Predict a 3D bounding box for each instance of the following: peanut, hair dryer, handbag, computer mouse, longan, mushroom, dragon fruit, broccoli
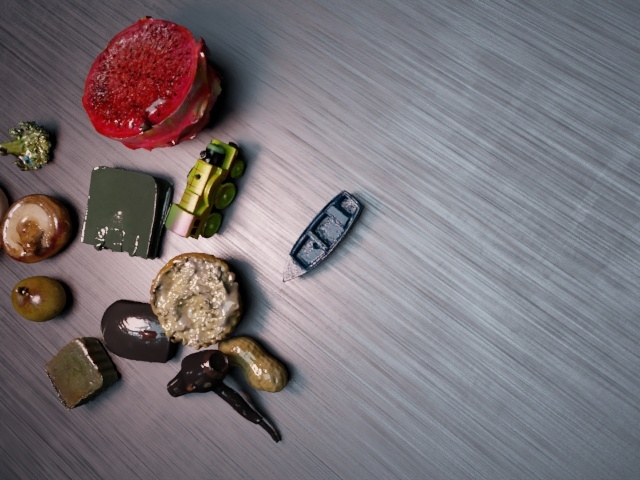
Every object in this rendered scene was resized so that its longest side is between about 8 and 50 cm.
[{"bbox_3d":[-0.188,0.336,1.550,0.229,0.098,0.103,36,80,18],"label":"peanut"},{"bbox_3d":[-0.260,0.459,1.566,0.359,0.120,0.303,43,133,-6],"label":"hair dryer"},{"bbox_3d":[-0.582,-0.081,1.687,0.247,0.079,0.260,14,95,18],"label":"handbag"},{"bbox_3d":[-0.553,0.267,1.669,0.269,0.100,0.170,4,94,18],"label":"computer mouse"},{"bbox_3d":[-0.875,0.177,1.740,0.154,0.176,0.145,-20,69,3],"label":"longan"},{"bbox_3d":[-0.883,-0.038,1.768,0.231,0.138,0.194,-28,68,6],"label":"mushroom"},{"bbox_3d":[-0.441,-0.404,1.555,0.386,0.249,0.371,-18,69,14],"label":"dragon fruit"},{"bbox_3d":[-0.928,-0.292,1.758,0.167,0.160,0.154,-10,105,36],"label":"broccoli"}]

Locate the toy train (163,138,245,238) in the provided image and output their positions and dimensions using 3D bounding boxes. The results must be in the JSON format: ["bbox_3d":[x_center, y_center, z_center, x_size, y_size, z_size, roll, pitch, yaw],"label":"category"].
[{"bbox_3d":[-0.313,-0.139,1.556,0.100,0.160,0.296,27,99,23],"label":"toy train"}]

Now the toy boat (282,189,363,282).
[{"bbox_3d":[0.000,0.000,1.501,0.096,0.062,0.299,43,102,13],"label":"toy boat"}]

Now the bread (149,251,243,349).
[{"bbox_3d":[-0.337,0.164,1.571,0.274,0.149,0.274,0,90,12],"label":"bread"}]

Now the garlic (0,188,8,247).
[{"bbox_3d":[-1.130,-0.069,1.841,0.325,0.132,0.279,17,97,20],"label":"garlic"}]

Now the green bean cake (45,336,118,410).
[{"bbox_3d":[-0.730,0.403,1.732,0.181,0.094,0.173,-39,78,16],"label":"green bean cake"}]
